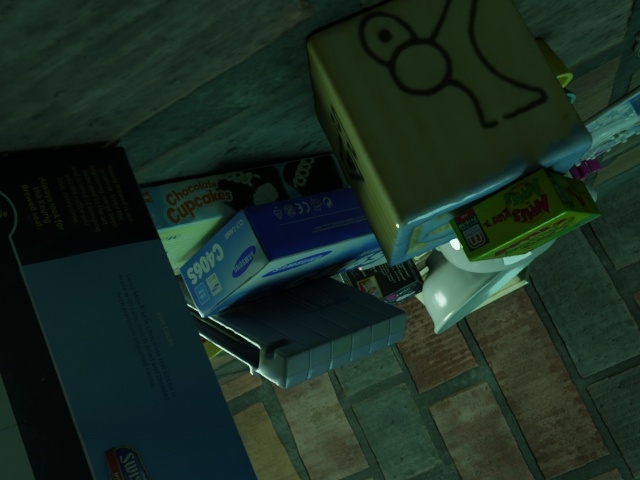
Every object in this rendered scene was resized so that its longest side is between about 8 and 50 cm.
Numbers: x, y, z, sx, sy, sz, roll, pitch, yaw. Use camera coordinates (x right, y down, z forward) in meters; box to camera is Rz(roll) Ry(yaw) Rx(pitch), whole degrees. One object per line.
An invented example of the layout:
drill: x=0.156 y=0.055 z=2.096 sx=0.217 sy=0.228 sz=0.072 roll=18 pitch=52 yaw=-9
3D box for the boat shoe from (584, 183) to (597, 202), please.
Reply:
boat shoe: x=0.593 y=-0.103 z=1.705 sx=0.226 sy=0.083 sz=0.076 roll=-6 pitch=180 yaw=6

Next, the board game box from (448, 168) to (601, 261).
board game box: x=0.201 y=-0.022 z=0.638 sx=0.092 sy=0.043 sz=0.181 roll=-31 pitch=166 yaw=28

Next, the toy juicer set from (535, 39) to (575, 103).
toy juicer set: x=0.273 y=-0.165 z=0.987 sx=0.209 sy=0.089 sz=0.329 roll=-30 pitch=167 yaw=20

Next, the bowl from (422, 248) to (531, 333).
bowl: x=0.315 y=0.053 z=1.401 sx=0.298 sy=0.134 sz=0.298 roll=-36 pitch=163 yaw=-13

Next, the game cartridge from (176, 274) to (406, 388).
game cartridge: x=-0.080 y=0.092 z=0.958 sx=0.230 sy=0.068 sz=0.355 roll=-7 pitch=-160 yaw=-44

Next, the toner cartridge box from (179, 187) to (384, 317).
toner cartridge box: x=0.000 y=0.000 z=0.907 sx=0.347 sy=0.075 sz=0.165 roll=-15 pitch=162 yaw=-45

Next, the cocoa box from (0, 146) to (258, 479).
cocoa box: x=-0.251 y=0.126 z=0.603 sx=0.228 sy=0.347 sz=0.231 roll=-15 pitch=164 yaw=-38

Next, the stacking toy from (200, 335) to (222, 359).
stacking toy: x=-0.250 y=0.136 z=1.312 sx=0.309 sy=0.130 sz=0.279 roll=-31 pitch=-168 yaw=36

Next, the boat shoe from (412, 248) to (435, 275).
boat shoe: x=0.262 y=0.009 z=1.656 sx=0.324 sy=0.096 sz=0.117 roll=-33 pitch=-154 yaw=46

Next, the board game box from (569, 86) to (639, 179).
board game box: x=0.664 y=-0.234 z=1.518 sx=0.390 sy=0.050 sz=0.390 roll=-12 pitch=162 yaw=-45

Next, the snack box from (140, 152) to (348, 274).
snack box: x=-0.139 y=-0.021 z=0.866 sx=0.322 sy=0.060 sz=0.187 roll=-16 pitch=164 yaw=-37

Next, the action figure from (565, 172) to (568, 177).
action figure: x=0.503 y=-0.102 z=1.447 sx=0.232 sy=0.063 sz=0.137 roll=36 pitch=132 yaw=-27

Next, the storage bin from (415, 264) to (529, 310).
storage bin: x=0.380 y=0.042 z=1.680 sx=0.262 sy=0.123 sz=0.260 roll=-37 pitch=-162 yaw=37

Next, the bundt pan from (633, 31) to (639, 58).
bundt pan: x=0.636 y=-0.292 z=0.951 sx=0.330 sy=0.124 sz=0.331 roll=-15 pitch=167 yaw=-3

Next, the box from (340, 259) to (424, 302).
box: x=0.129 y=0.060 z=1.457 sx=0.142 sy=0.163 sz=0.247 roll=-29 pitch=166 yaw=7

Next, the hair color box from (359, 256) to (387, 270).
hair color box: x=0.097 y=-0.021 z=1.188 sx=0.072 sy=0.043 sz=0.141 roll=-16 pitch=131 yaw=-32

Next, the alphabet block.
alphabet block: x=0.114 y=-0.112 z=0.663 sx=0.192 sy=0.197 sz=0.193 roll=-23 pitch=167 yaw=-4

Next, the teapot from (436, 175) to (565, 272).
teapot: x=0.301 y=-0.075 z=1.214 sx=0.256 sy=0.187 sz=0.252 roll=-39 pitch=-153 yaw=-21
